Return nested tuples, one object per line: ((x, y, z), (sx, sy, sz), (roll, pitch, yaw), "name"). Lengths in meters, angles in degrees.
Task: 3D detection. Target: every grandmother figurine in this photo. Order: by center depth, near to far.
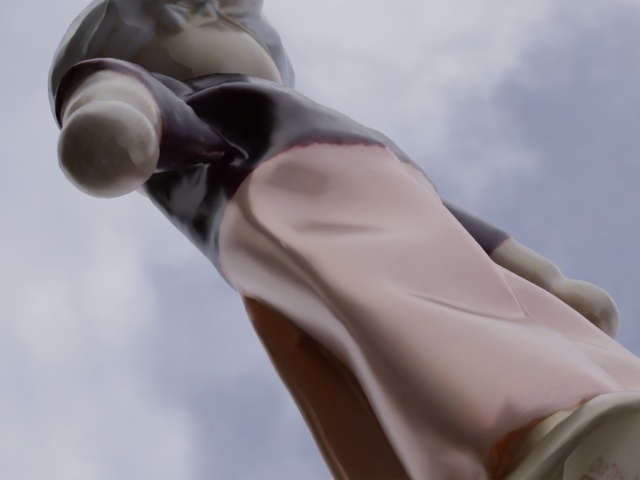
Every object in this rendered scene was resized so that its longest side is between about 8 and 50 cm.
((0.000, 0.000, 0.583), (0.104, 0.208, 0.342), (-52, -142, 6), "grandmother figurine")
